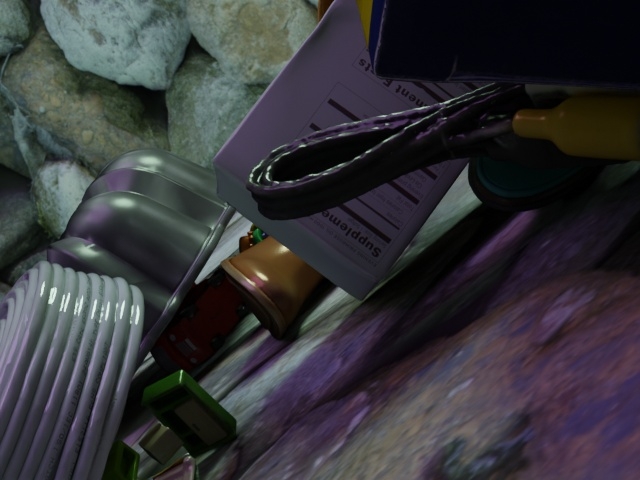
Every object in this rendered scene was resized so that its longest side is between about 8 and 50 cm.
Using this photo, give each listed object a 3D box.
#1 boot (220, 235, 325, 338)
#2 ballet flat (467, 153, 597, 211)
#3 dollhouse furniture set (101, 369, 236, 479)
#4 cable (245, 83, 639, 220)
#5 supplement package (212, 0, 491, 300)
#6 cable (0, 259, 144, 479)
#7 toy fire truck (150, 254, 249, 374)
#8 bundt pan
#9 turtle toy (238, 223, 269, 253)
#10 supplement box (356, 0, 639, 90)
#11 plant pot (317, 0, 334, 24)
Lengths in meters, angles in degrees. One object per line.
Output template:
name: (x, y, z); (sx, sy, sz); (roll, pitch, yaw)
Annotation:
boot: (0.000, 0.000, 1.177); (0.152, 0.073, 0.197); (-35, 10, 2)
ballet flat: (0.153, -0.074, 0.917); (0.203, 0.074, 0.074); (-51, 13, -31)
dollhouse furniture set: (-0.091, 0.153, 0.894); (0.076, 0.058, 0.151); (-29, 30, 19)
cable: (0.092, -0.081, 0.830); (0.287, 0.072, 0.139); (-4, 42, 24)
supplement package: (0.051, -0.098, 0.993); (0.244, 0.134, 0.139); (-54, -2, -7)
cable: (-0.203, 0.134, 0.956); (0.257, 0.089, 0.257); (-69, 17, -12)
toy fire truck: (-0.125, 0.078, 1.397); (0.135, 0.047, 0.192); (-36, 10, 32)
bundt pan: (-0.209, 0.046, 1.376); (0.331, 0.124, 0.331); (-54, 8, 11)
turtle toy: (-0.026, -0.011, 1.365); (0.130, 0.066, 0.095); (-32, 10, 43)
supplement box: (0.113, -0.240, 0.770); (0.356, 0.194, 0.195); (-97, 12, -57)
plant pot: (0.129, -0.263, 1.695); (0.205, 0.205, 0.188); (-35, -7, 28)
